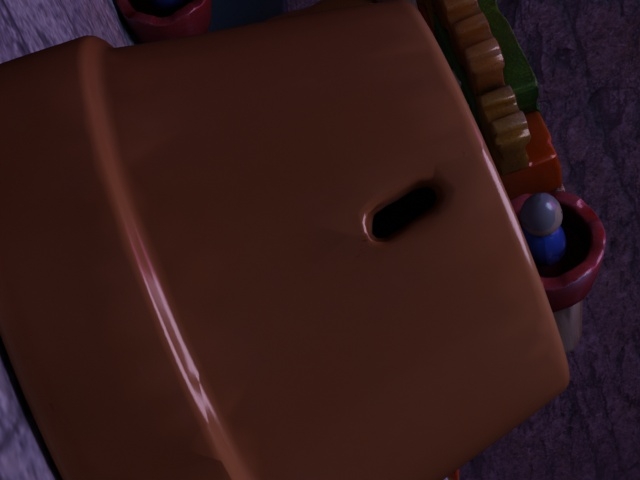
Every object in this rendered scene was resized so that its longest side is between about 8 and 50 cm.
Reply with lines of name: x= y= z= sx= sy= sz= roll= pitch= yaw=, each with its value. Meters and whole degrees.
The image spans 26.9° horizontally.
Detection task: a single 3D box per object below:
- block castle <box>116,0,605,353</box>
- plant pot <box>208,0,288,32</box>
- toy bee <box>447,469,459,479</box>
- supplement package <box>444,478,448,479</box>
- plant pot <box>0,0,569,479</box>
block castle: x=0.026 y=-0.088 z=1.112 sx=0.213 sy=0.303 sz=0.453 roll=73 pitch=-3 yaw=-57
plant pot: x=-0.115 y=-0.281 z=1.379 sx=0.166 sy=0.165 sz=0.234 roll=-103 pitch=178 yaw=-70
toy bee: x=0.149 y=0.227 z=1.786 sx=0.195 sy=0.162 sz=0.298 roll=-86 pitch=161 yaw=-54
supplement package: x=0.109 y=0.329 z=1.272 sx=0.105 sy=0.105 sz=0.179 roll=-107 pitch=173 yaw=-66
plant pot: x=-0.012 y=0.017 z=0.638 sx=0.291 sy=0.203 sz=0.291 roll=-22 pitch=90 yaw=-86
